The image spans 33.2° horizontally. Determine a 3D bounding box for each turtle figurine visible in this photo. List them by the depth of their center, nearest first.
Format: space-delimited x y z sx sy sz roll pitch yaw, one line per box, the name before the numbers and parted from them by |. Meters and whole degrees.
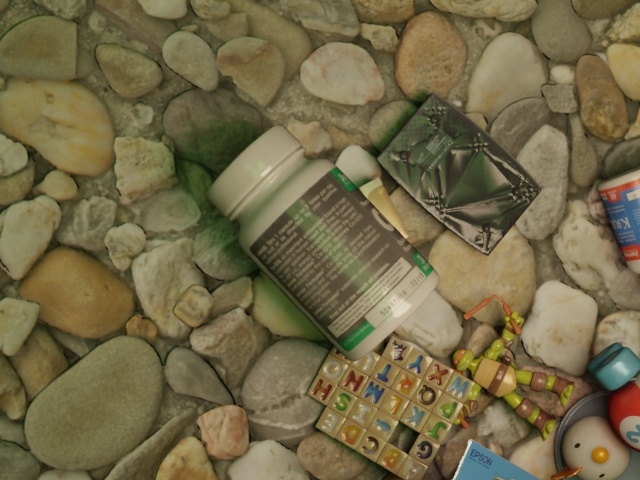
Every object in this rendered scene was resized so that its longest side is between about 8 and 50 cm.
turtle figurine | 0.302 0.248 1.812 0.217 0.087 0.270 29 88 11

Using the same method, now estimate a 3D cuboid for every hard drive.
hard drive | 0.234 -0.112 1.837 0.254 0.054 0.172 40 83 -4

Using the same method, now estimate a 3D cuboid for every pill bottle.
pill bottle | 0.000 0.000 1.718 0.204 0.204 0.361 -44 89 -8
pill bottle | 0.572 -0.017 1.845 0.124 0.124 0.222 -21 89 -8

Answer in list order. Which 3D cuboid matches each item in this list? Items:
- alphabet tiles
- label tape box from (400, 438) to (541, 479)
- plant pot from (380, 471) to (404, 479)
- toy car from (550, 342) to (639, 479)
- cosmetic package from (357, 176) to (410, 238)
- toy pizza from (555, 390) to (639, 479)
alphabet tiles | 0.107 0.264 1.788 0.237 0.009 0.198 29 88 10
label tape box | 0.204 0.498 1.721 0.249 0.115 0.348 33 83 -34
plant pot | 0.127 0.442 1.781 0.081 0.083 0.081 -41 94 -8
toy car | 0.477 0.327 1.755 0.238 0.210 0.219 -42 83 5
cosmetic package | 0.103 -0.046 1.813 0.041 0.060 0.115 -28 93 -9
toy pizza | 0.502 0.361 1.864 0.201 0.032 0.201 0 88 -8
